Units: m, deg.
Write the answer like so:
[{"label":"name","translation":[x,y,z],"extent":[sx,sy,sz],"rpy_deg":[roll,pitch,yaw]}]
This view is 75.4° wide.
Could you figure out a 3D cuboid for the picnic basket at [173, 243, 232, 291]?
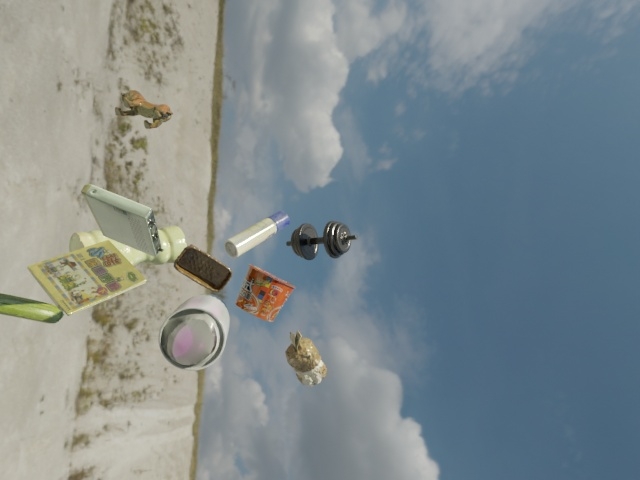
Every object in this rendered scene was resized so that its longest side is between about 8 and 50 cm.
[{"label":"picnic basket","translation":[-0.410,0.096,1.456],"extent":[0.110,0.193,0.055],"rpy_deg":[-53,-159,2]}]

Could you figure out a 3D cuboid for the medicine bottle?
[{"label":"medicine bottle","translation":[-0.186,-0.023,1.246],"extent":[0.059,0.231,0.059],"rpy_deg":[20,-54,31]}]

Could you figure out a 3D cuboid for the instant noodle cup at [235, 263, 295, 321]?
[{"label":"instant noodle cup","translation":[-0.265,0.247,1.922],"extent":[0.250,0.250,0.192],"rpy_deg":[19,-99,59]}]

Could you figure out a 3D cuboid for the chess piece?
[{"label":"chess piece","translation":[-0.822,0.049,1.817],"extent":[0.234,0.442,0.233],"rpy_deg":[10,-75,43]}]

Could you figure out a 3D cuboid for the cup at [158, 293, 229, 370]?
[{"label":"cup","translation":[-0.514,0.362,1.753],"extent":[0.371,0.254,0.253],"rpy_deg":[-136,-124,-80]}]

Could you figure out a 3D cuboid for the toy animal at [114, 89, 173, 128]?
[{"label":"toy animal","translation":[-0.703,-0.537,1.679],"extent":[0.157,0.313,0.097],"rpy_deg":[-54,162,-48]}]

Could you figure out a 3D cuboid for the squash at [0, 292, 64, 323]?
[{"label":"squash","translation":[-0.969,0.222,1.354],"extent":[0.069,0.239,0.069],"rpy_deg":[-28,-130,40]}]

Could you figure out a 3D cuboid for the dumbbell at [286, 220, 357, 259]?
[{"label":"dumbbell","translation":[0.000,0.000,1.067],"extent":[0.209,0.099,0.099],"rpy_deg":[-5,-102,31]}]

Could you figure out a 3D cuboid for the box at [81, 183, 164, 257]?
[{"label":"box","translation":[-0.570,-0.050,1.221],"extent":[0.270,0.211,0.045],"rpy_deg":[116,-5,-61]}]

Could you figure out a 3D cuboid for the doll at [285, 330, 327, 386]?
[{"label":"doll","translation":[-0.059,0.386,1.372],"extent":[0.105,0.221,0.115],"rpy_deg":[-23,-154,14]}]

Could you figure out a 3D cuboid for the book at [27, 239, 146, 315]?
[{"label":"book","translation":[-0.547,0.081,0.980],"extent":[0.168,0.192,0.013],"rpy_deg":[40,-52,18]}]
